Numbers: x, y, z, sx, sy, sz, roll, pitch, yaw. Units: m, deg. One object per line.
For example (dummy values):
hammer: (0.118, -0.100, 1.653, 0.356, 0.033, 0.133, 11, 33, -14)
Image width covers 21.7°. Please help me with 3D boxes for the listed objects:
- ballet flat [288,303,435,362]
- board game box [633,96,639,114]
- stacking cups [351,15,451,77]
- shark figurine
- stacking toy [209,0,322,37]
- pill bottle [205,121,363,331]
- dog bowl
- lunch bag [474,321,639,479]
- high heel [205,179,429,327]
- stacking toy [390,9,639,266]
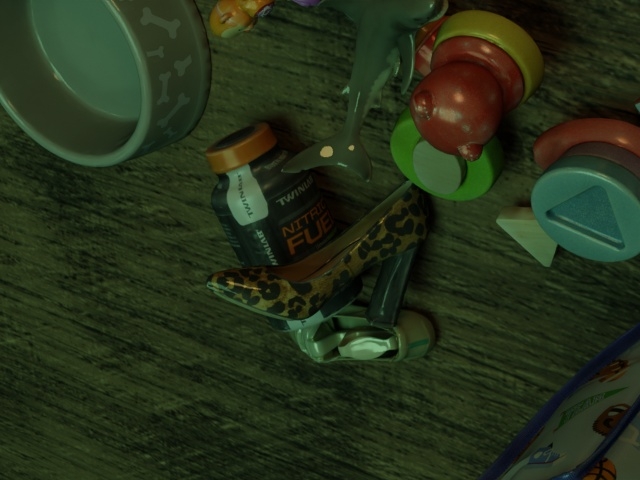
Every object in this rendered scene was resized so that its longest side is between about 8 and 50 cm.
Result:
ballet flat: (0.031, 0.122, 2.134, 0.248, 0.086, 0.086, -2, 117, 42)
board game box: (0.445, -0.048, 1.691, 0.281, 0.027, 0.145, 57, 146, -7)
stacking cups: (0.053, -0.283, 1.835, 0.316, 0.096, 0.096, 39, 137, 4)
shark figurine: (0.042, -0.201, 1.746, 0.116, 0.166, 0.278, 19, 132, -11)
stacking toy: (-0.013, -0.310, 1.732, 0.302, 0.175, 0.166, -43, 86, 27)
pill bottle: (-0.053, -0.021, 2.067, 0.130, 0.130, 0.246, -11, 112, 44)
dog bowl: (-0.307, -0.250, 2.142, 0.348, 0.102, 0.349, 22, 132, 27)
lunch bag: (0.386, 0.262, 1.708, 0.328, 0.385, 0.239, 55, 142, -6)
high heel: (0.000, 0.000, 1.958, 0.093, 0.261, 0.186, 43, 121, 59)
stacking toy: (0.195, -0.060, 1.767, 0.309, 0.130, 0.279, 36, 145, -5)
